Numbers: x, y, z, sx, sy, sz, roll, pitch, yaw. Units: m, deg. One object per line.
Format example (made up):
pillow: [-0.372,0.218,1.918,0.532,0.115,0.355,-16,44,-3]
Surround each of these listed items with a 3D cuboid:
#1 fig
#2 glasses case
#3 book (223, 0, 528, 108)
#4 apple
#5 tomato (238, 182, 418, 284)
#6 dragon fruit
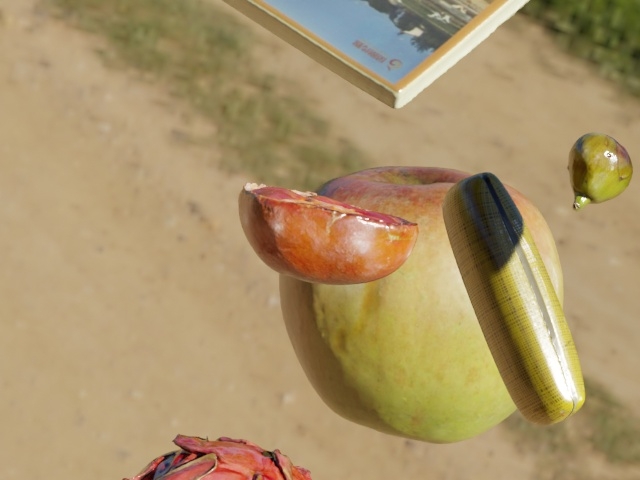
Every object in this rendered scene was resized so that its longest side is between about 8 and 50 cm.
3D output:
fig: [0.320,-0.075,2.271,0.082,0.098,0.084,31,-2,-1]
glasses case: [0.171,0.052,1.736,0.064,0.079,0.234,-16,78,-27]
book: [0.079,-0.272,1.533,0.262,0.028,0.374,36,58,23]
apple: [0.117,0.073,2.280,0.338,0.305,0.338,0,11,0]
tomato: [0.000,0.000,1.608,0.155,0.069,0.155,13,6,-1]
dragon fruit: [-0.069,0.229,1.456,0.209,0.172,0.172,20,23,-25]
